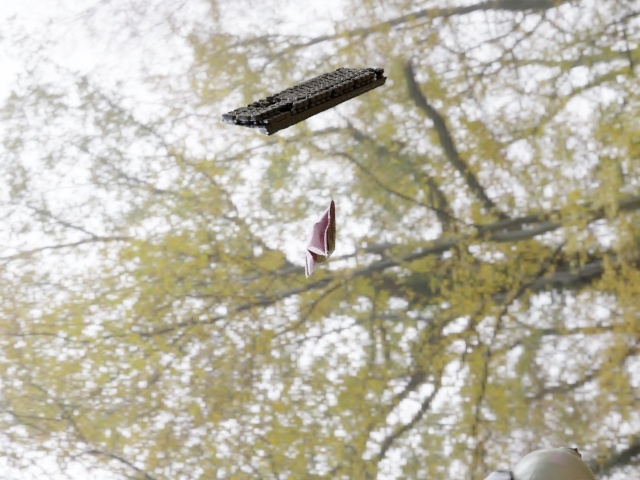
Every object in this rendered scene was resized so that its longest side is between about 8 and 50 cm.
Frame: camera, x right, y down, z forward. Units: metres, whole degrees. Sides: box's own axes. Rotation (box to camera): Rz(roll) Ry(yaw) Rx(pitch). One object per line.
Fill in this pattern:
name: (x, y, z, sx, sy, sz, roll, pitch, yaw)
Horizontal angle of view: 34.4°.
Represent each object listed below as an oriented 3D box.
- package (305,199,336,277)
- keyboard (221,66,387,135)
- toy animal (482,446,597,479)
package: (0.000, 0.000, 1.048, 0.029, 0.083, 0.059, 11, -112, -14)
keyboard: (-0.011, -0.134, 0.959, 0.195, 0.060, 0.018, -32, -53, -49)
toy animal: (0.279, 0.355, 1.325, 0.138, 0.179, 0.166, 58, -172, -34)
